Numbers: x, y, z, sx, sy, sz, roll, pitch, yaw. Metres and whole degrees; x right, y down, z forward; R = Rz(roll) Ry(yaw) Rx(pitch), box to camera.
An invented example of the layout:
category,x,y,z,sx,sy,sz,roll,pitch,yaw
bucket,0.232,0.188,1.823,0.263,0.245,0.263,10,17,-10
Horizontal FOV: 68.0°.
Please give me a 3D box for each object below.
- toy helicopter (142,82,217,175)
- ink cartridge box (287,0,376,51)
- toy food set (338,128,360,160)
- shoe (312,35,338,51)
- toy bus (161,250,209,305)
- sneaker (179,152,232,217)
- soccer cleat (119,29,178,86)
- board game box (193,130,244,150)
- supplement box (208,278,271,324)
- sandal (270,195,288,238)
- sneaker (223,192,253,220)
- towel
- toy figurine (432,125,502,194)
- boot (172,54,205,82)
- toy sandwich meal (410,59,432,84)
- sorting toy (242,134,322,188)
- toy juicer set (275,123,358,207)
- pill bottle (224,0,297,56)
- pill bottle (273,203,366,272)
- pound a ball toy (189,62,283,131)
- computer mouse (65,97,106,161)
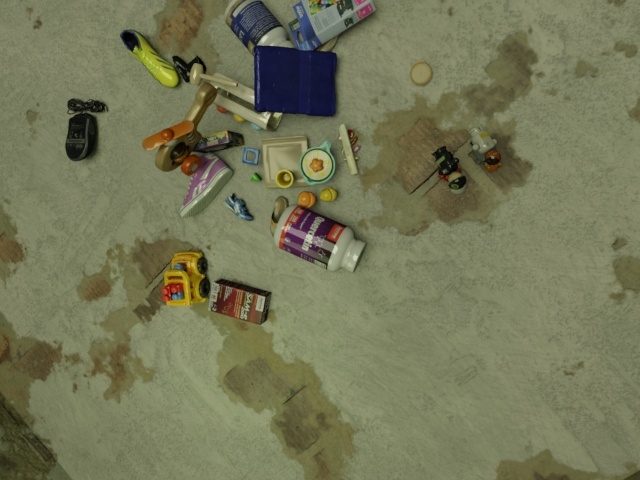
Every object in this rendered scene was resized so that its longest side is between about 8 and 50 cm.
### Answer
category,x,y,z,sx,sy,sz,roll,pitch,yaw
toy helicopter,-0.480,-0.397,1.673,0.140,0.235,0.355,37,105,9
ink cartridge box,0.025,-0.809,1.682,0.311,0.065,0.185,-27,66,19
toy food set,0.111,-0.362,1.779,0.078,0.019,0.122,-4,89,15
shoe,0.008,-0.725,1.739,0.219,0.058,0.076,-48,63,12
toy bus,-0.572,0.165,1.942,0.150,0.211,0.220,-2,96,17
sneaker,-0.499,-0.231,1.928,0.161,0.102,0.282,45,96,9
soccer cleat,-0.685,-0.720,1.888,0.093,0.121,0.289,-44,86,16
board game box,-0.403,-0.381,1.851,0.170,0.141,0.048,-10,95,17
supplement box,-0.334,0.251,1.961,0.240,0.073,0.130,13,101,12
sandal,-0.166,-0.085,1.877,0.072,0.049,0.180,9,100,14
sneaker,-0.325,-0.133,1.913,0.144,0.053,0.059,39,104,6
towel,-0.091,-0.563,1.691,0.308,0.076,0.227,-4,102,-24
toy figurine,0.496,-0.260,1.588,0.210,0.213,0.148,-29,78,13
boot,-0.520,-0.700,1.887,0.099,0.045,0.121,-27,98,19
toy sandwich meal,0.353,-0.590,1.674,0.086,0.029,0.085,2,102,12
sorting toy,-0.129,-0.302,1.836,0.348,0.047,0.195,-2,102,11
toy juicer set,0.012,-0.248,1.751,0.329,0.089,0.209,-35,96,15
pill bottle,-0.215,-0.757,1.739,0.153,0.153,0.264,-41,86,17
pill bottle,0.000,0.000,1.776,0.323,0.181,0.181,23,103,11
pound a ball toy,-0.320,-0.520,1.774,0.319,0.208,0.135,28,104,9
computer mouse,-1.017,-0.469,2.049,0.189,0.072,0.272,9,88,16
